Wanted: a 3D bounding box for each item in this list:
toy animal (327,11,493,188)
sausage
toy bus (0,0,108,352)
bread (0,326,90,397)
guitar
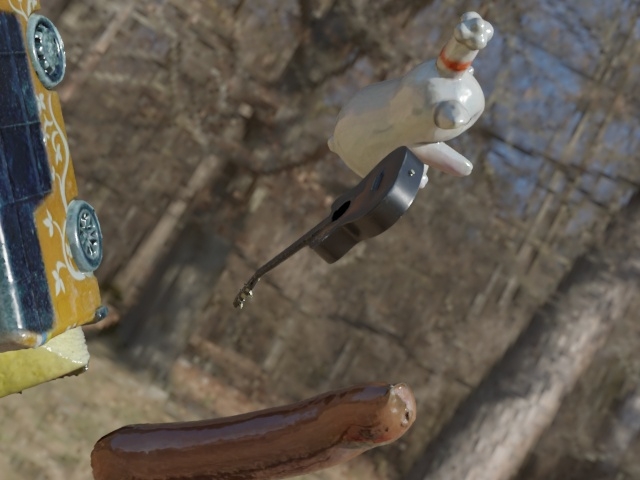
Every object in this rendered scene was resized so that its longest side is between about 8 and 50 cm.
[{"bbox_3d":[0.133,-0.151,1.746,0.138,0.141,0.282,7,-20,-36],"label":"toy animal"},{"bbox_3d":[-0.035,0.101,0.765,0.176,0.040,0.047,-12,-60,19],"label":"sausage"},{"bbox_3d":[-0.284,-0.072,1.139,0.162,0.323,0.194,-9,7,13],"label":"toy bus"},{"bbox_3d":[-0.356,0.104,1.582,0.135,0.178,0.240,35,13,-32],"label":"bread"},{"bbox_3d":[0.000,0.000,1.292,0.025,0.088,0.233,41,-53,-16],"label":"guitar"}]
